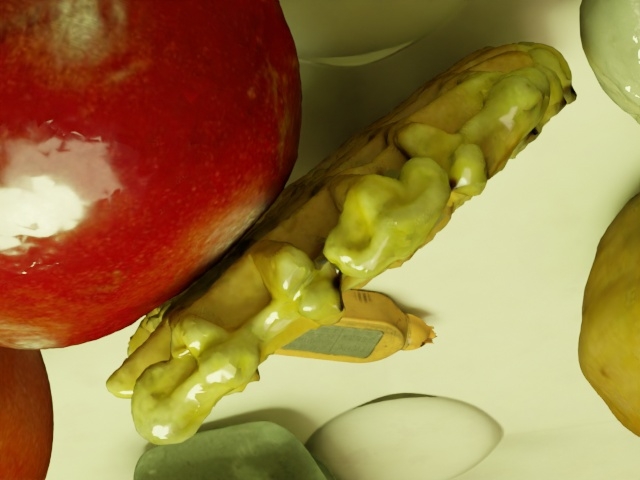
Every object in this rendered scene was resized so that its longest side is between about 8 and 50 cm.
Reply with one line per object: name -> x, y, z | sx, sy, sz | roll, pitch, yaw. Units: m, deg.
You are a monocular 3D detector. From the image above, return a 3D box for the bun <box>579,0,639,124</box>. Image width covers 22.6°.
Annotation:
bun -> 0.218, -0.100, 0.803 | 0.183, 0.102, 0.183 | -2, 142, -2

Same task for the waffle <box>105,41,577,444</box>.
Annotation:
waffle -> 0.002, -0.002, 0.792 | 0.281, 0.301, 0.058 | -38, 94, 17

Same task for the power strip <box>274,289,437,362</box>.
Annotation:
power strip -> -0.007, 0.052, 1.030 | 0.178, 0.028, 0.049 | 8, 141, -19

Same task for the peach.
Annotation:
peach -> -0.126, -0.056, 0.705 | 0.243, 0.199, 0.243 | 6, 117, 12

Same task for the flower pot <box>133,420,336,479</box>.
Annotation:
flower pot -> -0.035, 0.328, 1.111 | 0.164, 0.368, 0.254 | -14, 142, 15

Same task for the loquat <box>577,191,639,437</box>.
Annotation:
loquat -> 0.249, 0.045, 0.948 | 0.187, 0.176, 0.234 | 23, 144, -18

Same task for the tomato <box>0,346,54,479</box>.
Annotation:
tomato -> -0.277, 0.098, 0.884 | 0.255, 0.224, 0.256 | -7, 147, -4
